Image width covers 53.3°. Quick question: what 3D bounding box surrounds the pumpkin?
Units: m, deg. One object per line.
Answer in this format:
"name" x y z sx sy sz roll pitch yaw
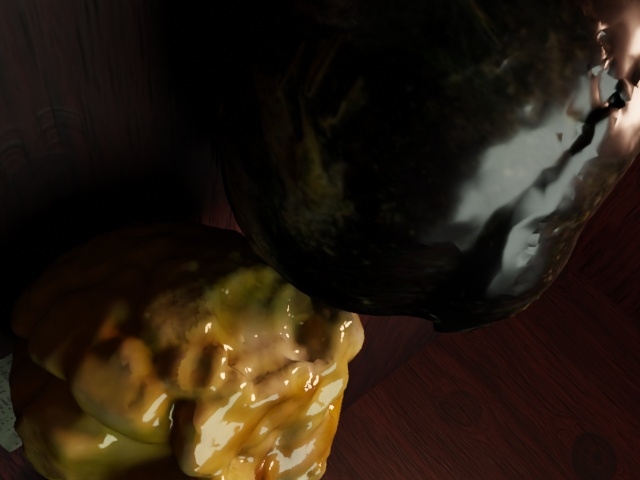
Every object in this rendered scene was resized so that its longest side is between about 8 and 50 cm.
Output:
"pumpkin" 0.105 -0.136 0.581 0.455 0.343 0.454 -57 172 -13

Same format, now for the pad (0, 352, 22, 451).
"pad" -0.382 0.207 0.861 0.159 0.009 0.265 -34 158 -24

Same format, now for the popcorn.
"popcorn" -0.146 0.137 0.699 0.344 0.354 0.390 -36 -160 -15
